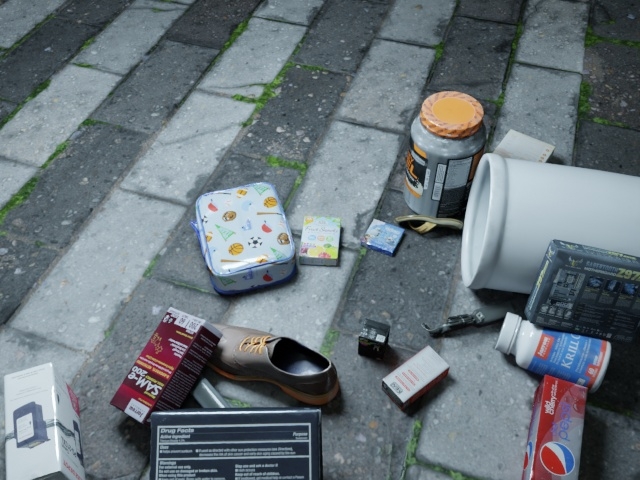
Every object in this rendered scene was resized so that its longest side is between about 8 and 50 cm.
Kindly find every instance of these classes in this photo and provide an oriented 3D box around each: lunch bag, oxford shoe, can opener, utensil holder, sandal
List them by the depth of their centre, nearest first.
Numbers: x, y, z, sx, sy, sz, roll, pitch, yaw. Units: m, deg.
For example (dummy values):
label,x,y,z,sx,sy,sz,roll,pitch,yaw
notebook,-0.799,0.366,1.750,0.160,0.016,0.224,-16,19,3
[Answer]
label,x,y,z,sx,sy,sz,roll,pitch,yaw
can opener,-0.176,0.373,1.265,0.280,0.074,0.093,34,68,29
oxford shoe,-0.130,0.241,1.336,0.364,0.132,0.129,14,52,13
utensil holder,0.556,-0.018,1.426,0.386,0.327,0.327,9,51,5
lunch bag,-0.202,-0.013,1.567,0.243,0.114,0.303,-15,52,-8
sandal,0.289,-0.040,1.616,0.180,0.072,0.048,8,89,7

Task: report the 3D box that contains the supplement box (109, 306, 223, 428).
label,x,y,z,sx,sy,sz,roll,pitch,yaw
supplement box,-0.328,0.273,1.291,0.130,0.073,0.239,11,64,40

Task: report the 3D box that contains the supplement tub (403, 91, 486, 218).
label,x,y,z,sx,sy,sz,roll,pitch,yaw
supplement tub,0.327,-0.221,1.596,0.194,0.315,0.193,0,50,1

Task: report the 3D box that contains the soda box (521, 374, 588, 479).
label,x,y,z,sx,sy,sz,roll,pitch,yaw
soda box,0.469,0.411,1.216,0.092,0.083,0.263,16,52,13

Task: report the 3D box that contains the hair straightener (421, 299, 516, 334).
label,x,y,z,sx,sy,sz,roll,pitch,yaw
hair straightener,0.349,0.177,1.410,0.231,0.089,0.047,-9,67,-7

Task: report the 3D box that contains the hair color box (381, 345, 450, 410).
label,x,y,z,sx,sy,sz,roll,pitch,yaw
hair color box,0.211,0.303,1.338,0.141,0.043,0.072,-30,56,-23

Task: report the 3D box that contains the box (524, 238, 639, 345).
label,x,y,z,sx,sy,sz,roll,pitch,yaw
box,0.576,0.110,1.275,0.233,0.183,0.059,11,24,0

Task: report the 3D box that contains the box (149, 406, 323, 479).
label,x,y,z,sx,sy,sz,roll,pitch,yaw
box,-0.140,0.448,1.072,0.297,0.182,0.293,0,77,0

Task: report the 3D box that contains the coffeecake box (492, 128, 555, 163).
label,x,y,z,sx,sy,sz,roll,pitch,yaw
coffeecake box,0.574,-0.225,1.756,0.142,0.068,0.185,28,56,21

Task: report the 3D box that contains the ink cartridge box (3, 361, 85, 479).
label,x,y,z,sx,sy,sz,roll,pitch,yaw
ink cartridge box,-0.542,0.393,1.192,0.100,0.171,0.237,-16,52,-12

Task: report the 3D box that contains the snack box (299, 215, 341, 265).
label,x,y,z,sx,sy,sz,roll,pitch,yaw
snack box,0.000,0.000,1.598,0.100,0.037,0.141,4,50,3

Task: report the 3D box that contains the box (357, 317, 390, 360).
label,x,y,z,sx,sy,sz,roll,pitch,yaw
box,0.122,0.227,1.376,0.062,0.083,0.052,16,53,13

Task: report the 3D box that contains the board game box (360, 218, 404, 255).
label,x,y,z,sx,sy,sz,roll,pitch,yaw
board game box,0.167,-0.009,1.614,0.090,0.020,0.090,20,52,17

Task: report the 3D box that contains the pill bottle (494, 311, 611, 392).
label,x,y,z,sx,sy,sz,roll,pitch,yaw
pill bottle,0.508,0.240,1.333,0.222,0.124,0.124,19,53,16
